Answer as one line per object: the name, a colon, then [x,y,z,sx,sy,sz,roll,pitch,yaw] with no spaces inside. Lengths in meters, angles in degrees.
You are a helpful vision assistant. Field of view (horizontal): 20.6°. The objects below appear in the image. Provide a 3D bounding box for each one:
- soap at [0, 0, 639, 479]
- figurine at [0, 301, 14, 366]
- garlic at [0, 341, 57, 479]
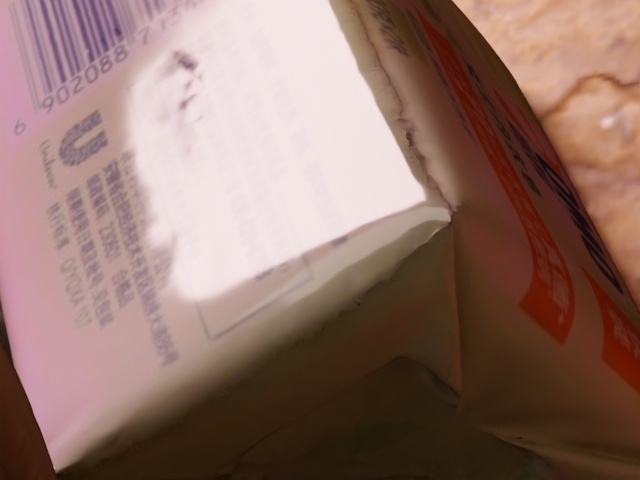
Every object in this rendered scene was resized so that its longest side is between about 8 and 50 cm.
soap: [0.000,0.000,0.547,0.138,0.182,0.199,-33,49,14]
figurine: [-0.242,0.113,0.636,0.382,0.224,0.205,-49,29,5]
garlic: [-0.193,0.057,0.395,0.246,0.340,0.231,-43,21,-1]
